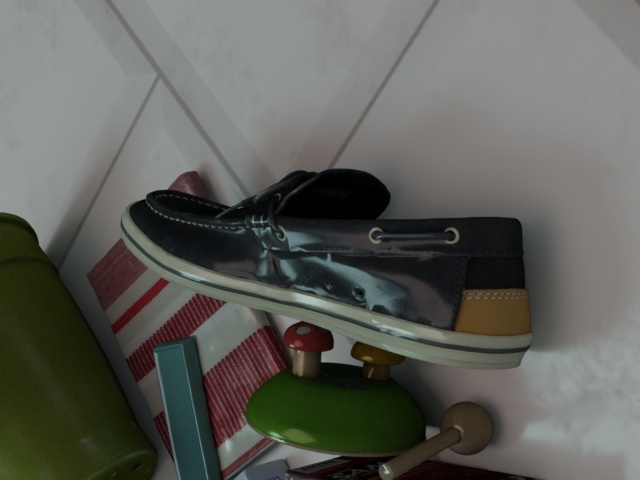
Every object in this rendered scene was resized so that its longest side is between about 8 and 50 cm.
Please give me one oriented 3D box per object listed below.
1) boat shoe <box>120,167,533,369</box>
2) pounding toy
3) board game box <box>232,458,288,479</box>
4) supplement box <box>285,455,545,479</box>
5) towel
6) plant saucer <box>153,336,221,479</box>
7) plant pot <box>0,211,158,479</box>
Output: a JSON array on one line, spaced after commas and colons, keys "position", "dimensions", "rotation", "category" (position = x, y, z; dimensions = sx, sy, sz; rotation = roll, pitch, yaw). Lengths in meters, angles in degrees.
[{"position": [0.000, 0.000, 1.503], "dimensions": [0.500, 0.187, 0.156], "rotation": [14, 100, 39], "category": "boat shoe"}, {"position": [0.040, 0.142, 1.476], "dimensions": [0.237, 0.183, 0.110], "rotation": [14, 102, 41], "category": "pounding toy"}, {"position": [-0.078, 0.467, 1.721], "dimensions": [0.318, 0.066, 0.318], "rotation": [-47, 62, 39], "category": "board game box"}, {"position": [0.092, 0.264, 1.471], "dimensions": [0.239, 0.130, 0.073], "rotation": [2, 96, 45], "category": "supplement box"}, {"position": [-0.146, 0.115, 1.770], "dimensions": [0.237, 0.037, 0.329], "rotation": [-42, 67, 39], "category": "towel"}, {"position": [-0.158, 0.212, 1.758], "dimensions": [0.067, 0.018, 0.192], "rotation": [-14, 87, 43], "category": "plant saucer"}, {"position": [-0.399, 0.218, 1.853], "dimensions": [0.353, 0.366, 0.366], "rotation": [47, 127, 18], "category": "plant pot"}]
